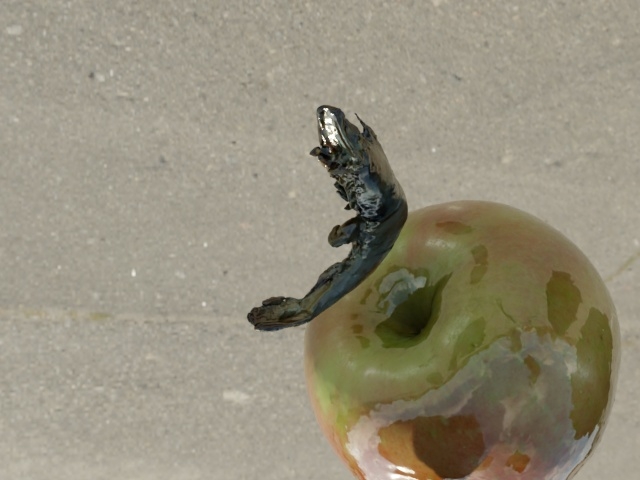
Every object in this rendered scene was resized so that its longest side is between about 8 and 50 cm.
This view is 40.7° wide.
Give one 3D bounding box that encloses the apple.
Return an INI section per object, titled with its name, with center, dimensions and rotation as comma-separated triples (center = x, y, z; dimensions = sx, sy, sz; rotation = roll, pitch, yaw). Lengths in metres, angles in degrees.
[apple]
center = 0.143, 0.123, 0.859
dimensions = 0.319, 0.319, 0.277
rotation = -27, 130, 24

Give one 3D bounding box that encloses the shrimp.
[shrimp]
center = -0.002, -0.002, 0.588
dimensions = 0.148, 0.035, 0.195
rotation = -43, 150, -6
